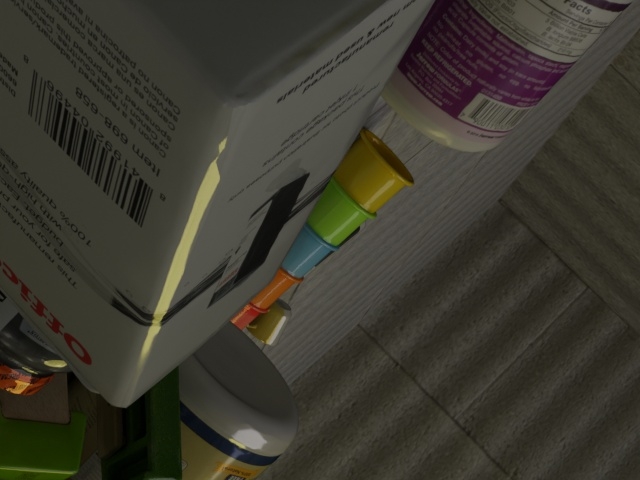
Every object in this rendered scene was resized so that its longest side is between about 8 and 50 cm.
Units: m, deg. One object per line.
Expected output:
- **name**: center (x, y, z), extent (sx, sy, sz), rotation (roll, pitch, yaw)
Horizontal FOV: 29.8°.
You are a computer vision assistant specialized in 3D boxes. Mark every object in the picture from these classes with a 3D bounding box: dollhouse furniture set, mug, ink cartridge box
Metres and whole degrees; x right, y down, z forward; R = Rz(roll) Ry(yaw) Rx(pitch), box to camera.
- **dollhouse furniture set**: center (-0.292, 0.185, 1.121), extent (0.198, 0.151, 0.302), rotation (14, 147, -38)
- **mug**: center (-0.081, 0.129, 1.944), extent (0.064, 0.062, 0.078), rotation (-54, 175, 15)
- **ink cartridge box**: center (-0.090, -0.075, 0.486), extent (0.114, 0.197, 0.273), rotation (-39, 170, -30)

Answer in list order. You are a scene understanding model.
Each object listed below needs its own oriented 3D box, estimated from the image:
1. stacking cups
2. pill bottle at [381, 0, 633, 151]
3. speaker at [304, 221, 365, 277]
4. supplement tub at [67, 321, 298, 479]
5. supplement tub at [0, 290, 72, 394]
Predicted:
- **stacking cups**: center (-0.031, -0.004, 1.502), extent (0.316, 0.096, 0.096), rotation (-41, 172, 15)
- **pill bottle**: center (0.184, -0.234, 1.077), extent (0.301, 0.169, 0.169), rotation (-50, 170, 35)
- **speaker**: center (0.000, 0.000, 1.714), extent (0.136, 0.055, 0.055), rotation (-38, 170, -30)
- **supplement tub**: center (-0.203, 0.238, 1.345), extent (0.316, 0.228, 0.228), rotation (-46, 171, 12)
- **supplement tub**: center (-0.163, 0.008, 0.811), extent (0.190, 0.117, 0.117), rotation (-45, 171, 9)
